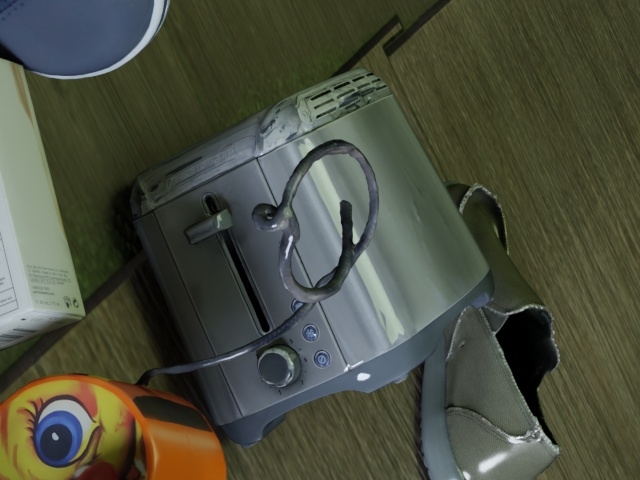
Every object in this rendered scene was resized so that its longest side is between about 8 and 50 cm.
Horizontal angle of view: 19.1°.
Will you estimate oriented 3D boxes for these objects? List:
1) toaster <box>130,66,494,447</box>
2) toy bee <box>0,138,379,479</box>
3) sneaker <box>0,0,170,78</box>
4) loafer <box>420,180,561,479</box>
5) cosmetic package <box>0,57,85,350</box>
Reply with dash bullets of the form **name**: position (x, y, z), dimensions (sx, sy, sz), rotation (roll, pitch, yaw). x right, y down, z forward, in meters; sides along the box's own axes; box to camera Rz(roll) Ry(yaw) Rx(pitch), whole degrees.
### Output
- **toaster**: position (0.000, 0.000, 0.988), dimensions (0.146, 0.129, 0.227), rotation (64, 25, -3)
- **toy bee**: position (-0.077, 0.119, 0.737), dimensions (0.195, 0.162, 0.298), rotation (53, 51, -47)
- **sneaker**: position (-0.191, -0.167, 0.738), dimensions (0.321, 0.126, 0.127), rotation (46, 26, -20)
- **loafer**: position (0.115, 0.061, 1.224), dimensions (0.094, 0.087, 0.251), rotation (44, 33, -43)
- **cosmetic package**: position (-0.143, -0.014, 0.783), dimensions (0.041, 0.060, 0.115), rotation (13, 59, -63)
